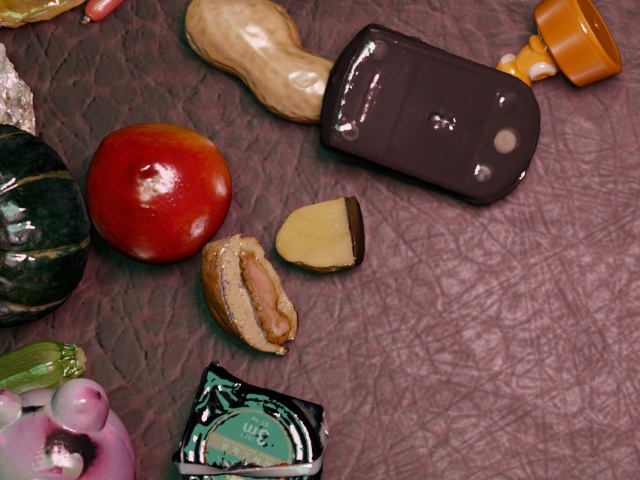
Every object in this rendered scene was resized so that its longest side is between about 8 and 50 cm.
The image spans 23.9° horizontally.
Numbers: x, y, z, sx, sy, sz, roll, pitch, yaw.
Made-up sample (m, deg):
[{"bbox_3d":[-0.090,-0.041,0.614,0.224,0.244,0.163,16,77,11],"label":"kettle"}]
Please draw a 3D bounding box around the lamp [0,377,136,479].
[{"bbox_3d":[-0.369,0.292,1.781,0.301,0.247,0.247,-8,121,1],"label":"lamp"}]

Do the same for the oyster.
[{"bbox_3d":[-0.428,-0.159,1.960,0.125,0.064,0.177,-22,80,-3],"label":"oyster"}]

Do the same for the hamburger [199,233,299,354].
[{"bbox_3d":[-0.107,0.070,1.861,0.102,0.176,0.087,4,46,43],"label":"hamburger"}]

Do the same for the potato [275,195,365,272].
[{"bbox_3d":[0.000,0.000,1.886,0.103,0.066,0.096,-3,65,10],"label":"potato"}]

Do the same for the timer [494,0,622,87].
[{"bbox_3d":[0.279,-0.231,1.884,0.152,0.132,0.132,-29,78,22],"label":"timer"}]

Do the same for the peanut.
[{"bbox_3d":[-0.060,-0.228,1.913,0.263,0.101,0.117,41,106,10],"label":"peanut"}]

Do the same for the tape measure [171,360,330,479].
[{"bbox_3d":[-0.084,0.261,1.828,0.182,0.107,0.181,23,80,9],"label":"tape measure"}]

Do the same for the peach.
[{"bbox_3d":[-0.199,-0.059,1.850,0.197,0.197,0.197,-1,80,6],"label":"peach"}]

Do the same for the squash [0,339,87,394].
[{"bbox_3d":[-0.397,0.183,1.892,0.219,0.068,0.077,-23,60,2],"label":"squash"}]

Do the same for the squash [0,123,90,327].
[{"bbox_3d":[-0.396,-0.016,1.846,0.252,0.165,0.252,15,115,35],"label":"squash"}]

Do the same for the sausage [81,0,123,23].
[{"bbox_3d":[-0.221,-0.371,1.988,0.253,0.034,0.034,-44,79,-3],"label":"sausage"}]

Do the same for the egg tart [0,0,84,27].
[{"bbox_3d":[-0.400,-0.422,1.975,0.294,0.116,0.295,-1,79,7],"label":"egg tart"}]

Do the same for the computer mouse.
[{"bbox_3d":[0.133,-0.153,1.865,0.269,0.100,0.170,20,91,-13],"label":"computer mouse"}]
